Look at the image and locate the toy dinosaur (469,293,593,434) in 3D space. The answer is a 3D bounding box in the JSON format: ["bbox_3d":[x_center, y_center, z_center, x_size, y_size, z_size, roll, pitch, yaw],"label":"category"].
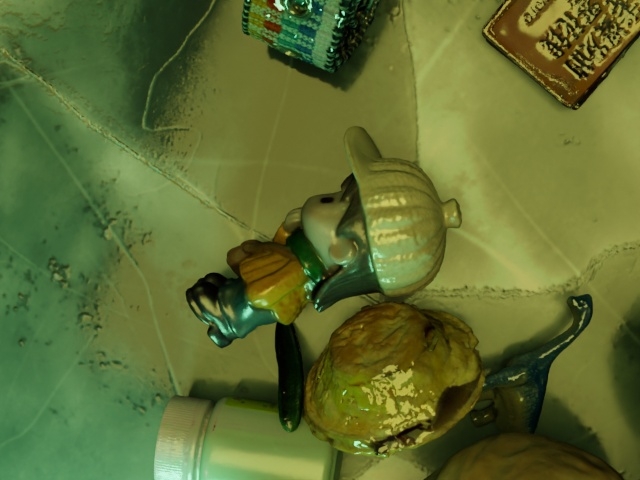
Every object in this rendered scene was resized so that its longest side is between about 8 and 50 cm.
[{"bbox_3d":[0.281,0.205,1.303,0.188,0.075,0.248,-18,103,1],"label":"toy dinosaur"}]

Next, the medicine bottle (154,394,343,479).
[{"bbox_3d":[-0.087,0.273,1.308,0.225,0.139,0.139,8,93,5],"label":"medicine bottle"}]

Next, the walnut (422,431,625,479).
[{"bbox_3d":[0.230,0.400,1.154,0.381,0.381,0.381,0,92,6],"label":"walnut"}]

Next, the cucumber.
[{"bbox_3d":[-0.039,0.166,1.302,0.036,0.184,0.033,-8,131,3],"label":"cucumber"}]

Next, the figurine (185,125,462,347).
[{"bbox_3d":[0.012,0.028,1.276,0.332,0.185,0.204,-44,94,9],"label":"figurine"}]

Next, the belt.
[{"bbox_3d":[-0.004,-0.342,1.209,0.160,0.295,0.207,27,64,6],"label":"belt"}]

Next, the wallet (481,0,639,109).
[{"bbox_3d":[0.318,-0.280,1.274,0.161,0.042,0.195,41,112,3],"label":"wallet"}]

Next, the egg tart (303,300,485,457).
[{"bbox_3d":[0.082,0.153,1.247,0.241,0.241,0.106,-18,123,6],"label":"egg tart"}]
